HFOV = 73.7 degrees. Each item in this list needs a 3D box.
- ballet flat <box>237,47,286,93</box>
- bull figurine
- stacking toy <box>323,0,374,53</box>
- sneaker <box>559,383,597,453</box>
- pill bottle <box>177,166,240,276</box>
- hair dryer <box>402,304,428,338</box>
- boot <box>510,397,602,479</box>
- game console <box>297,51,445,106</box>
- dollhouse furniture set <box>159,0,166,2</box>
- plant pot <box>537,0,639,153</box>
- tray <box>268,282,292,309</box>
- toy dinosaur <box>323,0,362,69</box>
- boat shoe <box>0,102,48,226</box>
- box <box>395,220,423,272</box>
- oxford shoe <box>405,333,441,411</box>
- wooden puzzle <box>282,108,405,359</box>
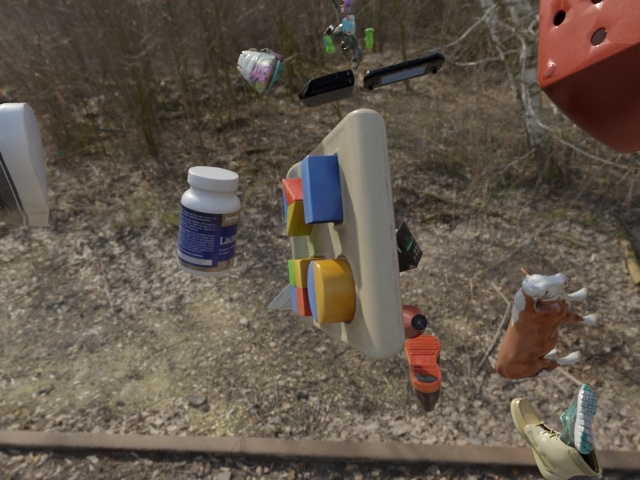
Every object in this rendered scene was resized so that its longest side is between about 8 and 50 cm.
[{"bbox_3d":[-0.116,-0.337,0.828,0.079,0.077,0.221,27,25,-13],"label":"ballet flat"},{"bbox_3d":[0.488,0.184,0.934,0.188,0.310,0.101,2,33,-8],"label":"bull figurine"},{"bbox_3d":[0.083,-0.669,1.245,0.167,0.221,0.052,-20,29,-24],"label":"stacking toy"},{"bbox_3d":[0.645,0.444,1.083,0.076,0.065,0.166,-21,43,62],"label":"sneaker"},{"bbox_3d":[-0.292,-0.051,1.124,0.153,0.264,0.153,9,22,-4],"label":"pill bottle"},{"bbox_3d":[0.138,0.192,0.997,0.223,0.080,0.293,4,-10,-39],"label":"hair dryer"},{"bbox_3d":[0.732,0.608,1.341,0.095,0.203,0.262,-6,60,-21],"label":"boot"},{"bbox_3d":[0.124,-0.396,1.051,0.361,0.044,0.213,-13,11,6],"label":"game console"},{"bbox_3d":[-0.224,-0.309,0.484,0.091,0.114,0.081,-42,19,-8],"label":"dollhouse furniture set"},{"bbox_3d":[0.448,-0.291,0.562,0.236,0.267,0.267,6,-5,-22],"label":"plant pot"},{"bbox_3d":[-0.064,0.182,1.547,0.145,0.270,0.030,6,48,-42],"label":"tray"},{"bbox_3d":[0.070,-0.685,1.419,0.064,0.268,0.118,-28,4,-16],"label":"toy dinosaur"},{"bbox_3d":[-0.400,-0.079,0.529,0.102,0.108,0.301,-6,-5,-33],"label":"boat shoe"},{"bbox_3d":[0.150,0.015,0.836,0.062,0.083,0.052,-20,21,38],"label":"box"},{"bbox_3d":[0.276,0.342,1.148,0.097,0.098,0.271,-1,18,15],"label":"oxford shoe"},{"bbox_3d":[0.000,0.000,0.680,0.080,0.322,0.348,-4,-2,-20],"label":"wooden puzzle"}]
